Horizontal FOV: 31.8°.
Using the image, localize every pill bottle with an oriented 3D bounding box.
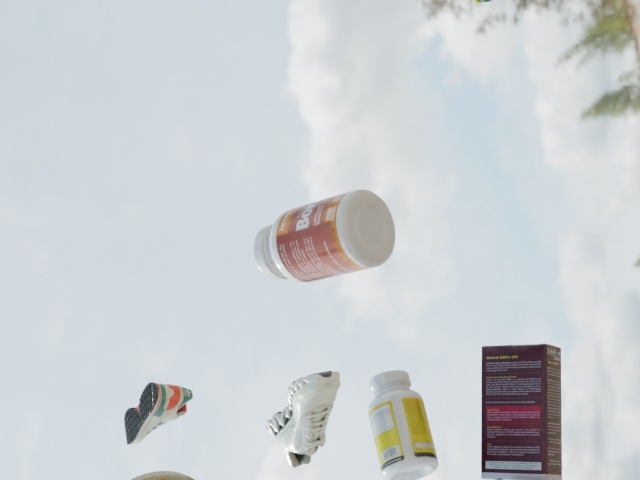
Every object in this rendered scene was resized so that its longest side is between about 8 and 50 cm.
[{"bbox_3d":[0.000,0.000,1.737,0.121,0.216,0.121,15,-111,-43],"label":"pill bottle"},{"bbox_3d":[0.142,0.330,2.011,0.103,0.103,0.184,46,-152,-57],"label":"pill bottle"}]

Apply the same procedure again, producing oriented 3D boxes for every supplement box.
[{"bbox_3d":[0.358,0.308,2.007,0.073,0.130,0.239,17,-108,-53],"label":"supplement box"}]

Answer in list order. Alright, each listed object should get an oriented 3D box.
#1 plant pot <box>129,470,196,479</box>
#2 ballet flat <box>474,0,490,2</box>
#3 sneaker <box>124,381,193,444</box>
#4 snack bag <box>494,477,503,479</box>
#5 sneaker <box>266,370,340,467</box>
[{"bbox_3d":[-0.185,0.386,1.349,0.205,0.205,0.188,-65,-23,-48],"label":"plant pot"},{"bbox_3d":[0.188,-0.425,1.540,0.077,0.077,0.231,-50,-37,-15],"label":"ballet flat"},{"bbox_3d":[-0.244,0.265,1.697,0.075,0.161,0.057,5,-126,-27],"label":"sneaker"},{"bbox_3d":[0.317,0.538,1.768,0.323,0.037,0.342,65,-167,7],"label":"snack bag"},{"bbox_3d":[-0.019,0.357,2.259,0.292,0.110,0.118,116,140,-51],"label":"sneaker"}]
